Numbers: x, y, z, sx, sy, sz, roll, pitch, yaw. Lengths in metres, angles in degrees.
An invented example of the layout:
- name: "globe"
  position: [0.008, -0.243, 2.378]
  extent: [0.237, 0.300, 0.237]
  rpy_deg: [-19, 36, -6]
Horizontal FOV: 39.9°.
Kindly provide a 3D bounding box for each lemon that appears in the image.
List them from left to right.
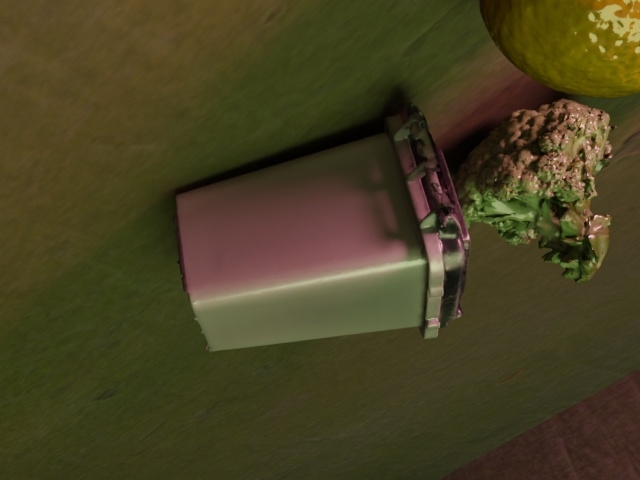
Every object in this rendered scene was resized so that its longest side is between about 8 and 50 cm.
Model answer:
- name: "lemon"
  position: [0.291, -0.268, 0.903]
  extent: [0.267, 0.267, 0.267]
  rpy_deg: [-16, 150, -9]

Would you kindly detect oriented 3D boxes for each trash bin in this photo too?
- name: "trash bin"
  position: [0.000, 0.000, 1.177]
  extent: [0.367, 0.256, 0.296]
  rpy_deg: [-11, 152, -2]

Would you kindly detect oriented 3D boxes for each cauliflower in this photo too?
- name: "cauliflower"
  position: [0.326, -0.061, 1.251]
  extent: [0.272, 0.250, 0.275]
  rpy_deg: [-43, 166, 36]
